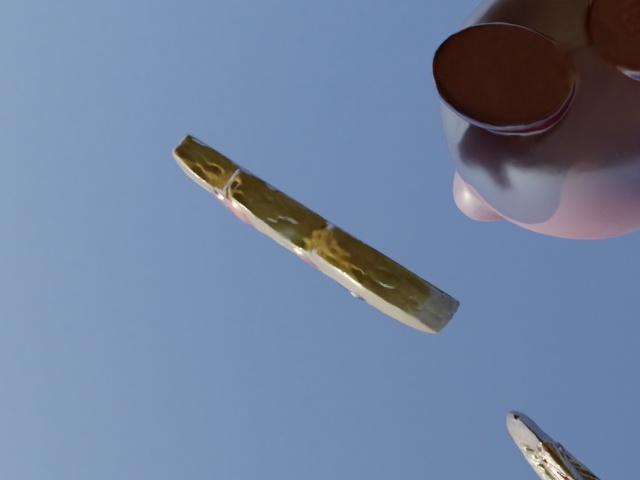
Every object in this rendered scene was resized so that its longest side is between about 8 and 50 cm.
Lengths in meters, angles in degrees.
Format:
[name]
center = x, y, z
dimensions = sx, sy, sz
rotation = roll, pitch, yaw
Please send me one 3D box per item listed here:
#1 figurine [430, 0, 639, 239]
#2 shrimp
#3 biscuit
[figurine]
center = 0.153, -0.080, 1.112
dimensions = 0.173, 0.173, 0.173
rotation = -12, -124, 18
[shrimp]
center = 0.199, 0.184, 1.458
dimensions = 0.045, 0.095, 0.162
rotation = -33, -128, -15
[biscuit]
center = 0.000, 0.000, 1.079
dimensions = 0.030, 0.153, 0.234
rotation = -59, -146, 2
